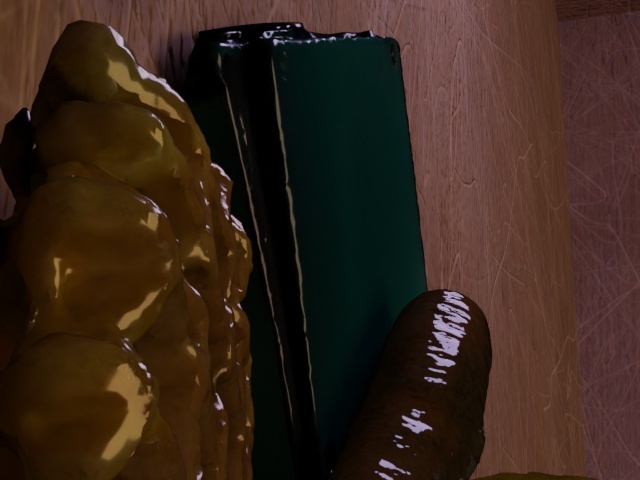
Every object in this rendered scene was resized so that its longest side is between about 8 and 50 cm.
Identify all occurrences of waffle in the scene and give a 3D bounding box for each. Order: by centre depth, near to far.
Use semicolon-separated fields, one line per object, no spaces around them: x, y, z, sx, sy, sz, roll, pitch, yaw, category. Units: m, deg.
-0.055;0.107;0.423;0.329;0.062;0.329;-1;90;-89;waffle

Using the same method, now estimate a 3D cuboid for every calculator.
0.000;0.000;0.785;0.274;0.058;0.248;-32;117;-69;calculator

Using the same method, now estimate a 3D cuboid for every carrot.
0.031;0.122;0.660;0.342;0.070;0.070;-57;140;-59;carrot

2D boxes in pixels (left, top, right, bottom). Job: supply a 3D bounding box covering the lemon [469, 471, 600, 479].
0.130;0.282;0.789;0.268;0.268;0.321;-66;151;-63;lemon
